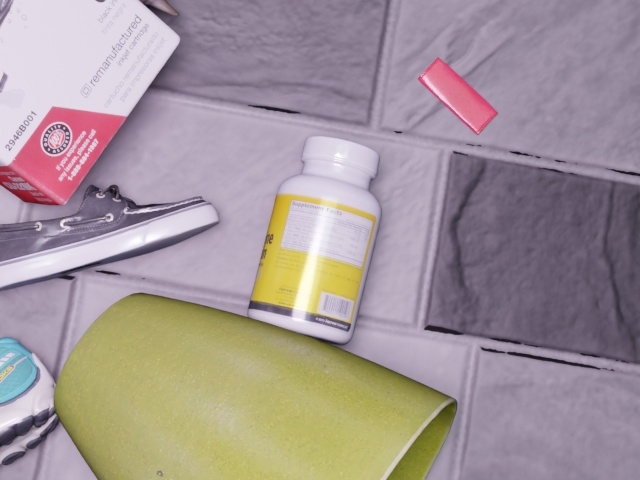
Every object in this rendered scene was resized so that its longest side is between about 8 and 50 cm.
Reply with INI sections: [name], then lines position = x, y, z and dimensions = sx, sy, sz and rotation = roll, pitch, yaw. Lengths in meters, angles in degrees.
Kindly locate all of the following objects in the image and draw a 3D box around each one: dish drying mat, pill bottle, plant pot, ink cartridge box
[dish drying mat]
position = 0.139, -0.146, 1.141
dimensions = 0.083, 0.008, 0.032
rotation = 43, 84, 1
[pill bottle]
position = 0.000, 0.000, 1.067
dimensions = 0.103, 0.103, 0.184
rotation = 14, 83, -2
[plant pot]
position = -0.078, 0.179, 0.984
dimensions = 0.294, 0.275, 0.274
rotation = 31, 82, 16
[ink cartridge box]
position = -0.295, -0.188, 0.995
dimensions = 0.273, 0.114, 0.197
rotation = 40, 73, -27

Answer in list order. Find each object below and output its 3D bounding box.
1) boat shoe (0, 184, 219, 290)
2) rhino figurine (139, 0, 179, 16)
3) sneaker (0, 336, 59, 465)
[boat shoe]
position = -0.214, -0.015, 1.073
dimensions = 0.229, 0.080, 0.076
rotation = -16, 87, 2
[rhino figurine]
position = -0.223, -0.304, 1.090
dimensions = 0.243, 0.106, 0.073
rotation = 43, 112, 0
[sneaker]
position = -0.374, 0.189, 1.039
dimensions = 0.275, 0.107, 0.110
rotation = -30, 67, -11
